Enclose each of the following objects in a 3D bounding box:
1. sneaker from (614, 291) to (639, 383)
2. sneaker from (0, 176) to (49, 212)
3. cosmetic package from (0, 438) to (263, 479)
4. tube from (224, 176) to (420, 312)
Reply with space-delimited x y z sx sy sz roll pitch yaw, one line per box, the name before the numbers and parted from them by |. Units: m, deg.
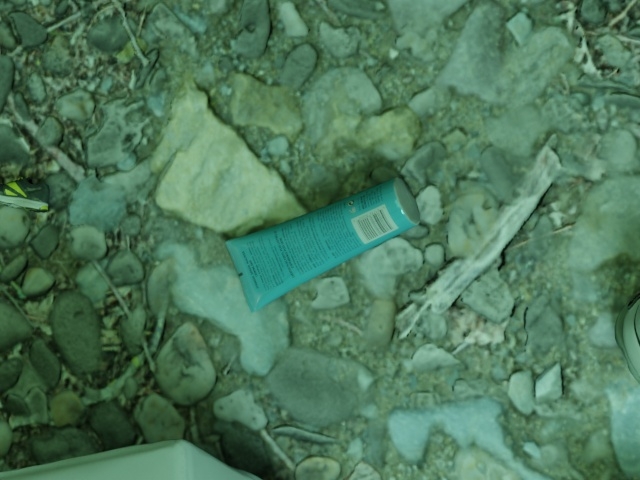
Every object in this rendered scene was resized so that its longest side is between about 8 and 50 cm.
sneaker | 0.392 0.175 1.258 0.122 0.146 0.330 -45 80 1
sneaker | -0.334 -0.054 1.555 0.083 0.031 0.035 14 81 13
cosmetic package | -0.185 0.434 1.290 0.327 0.329 0.393 -14 62 18
tube | 0.000 0.000 1.440 0.207 0.052 0.080 -24 78 21
